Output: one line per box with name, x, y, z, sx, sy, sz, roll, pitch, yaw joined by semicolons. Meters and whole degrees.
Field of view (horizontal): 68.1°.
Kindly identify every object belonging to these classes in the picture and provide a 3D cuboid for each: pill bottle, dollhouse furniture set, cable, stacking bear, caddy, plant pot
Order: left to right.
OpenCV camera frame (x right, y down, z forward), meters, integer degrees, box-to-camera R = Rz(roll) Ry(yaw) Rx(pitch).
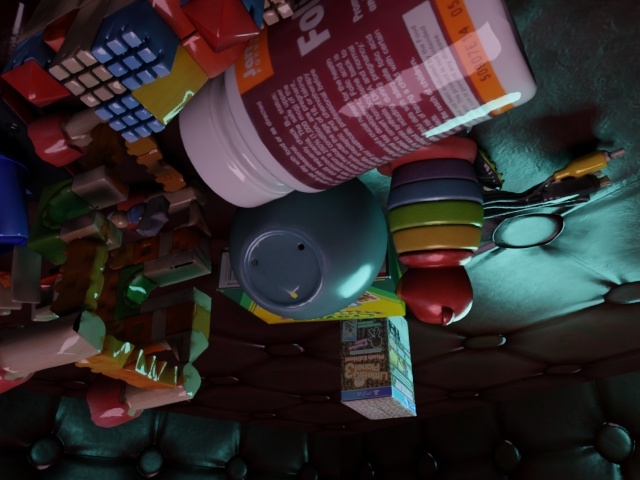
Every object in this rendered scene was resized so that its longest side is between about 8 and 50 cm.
caddy;-0.638;-0.060;0.769;0.342;0.179;0.241;-16;172;28
dollhouse furniture set;-0.557;0.065;0.816;0.262;0.135;0.259;-16;162;30
plant pot;-0.037;0.019;0.811;0.291;0.195;0.290;3;106;11
pill bottle;0.028;-0.193;0.584;0.392;0.224;0.224;-21;142;29
stacking bear;0.181;-0.009;0.768;0.164;0.288;0.175;-2;173;2
cable;0.387;-0.091;0.860;0.288;0.072;0.139;-12;160;6

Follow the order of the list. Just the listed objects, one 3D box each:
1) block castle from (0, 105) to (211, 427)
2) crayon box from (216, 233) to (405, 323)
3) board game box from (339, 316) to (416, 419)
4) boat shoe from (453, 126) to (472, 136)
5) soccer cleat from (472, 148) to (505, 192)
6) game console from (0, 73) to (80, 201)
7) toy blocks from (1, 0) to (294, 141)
block castle;-0.341;0.033;0.747;0.213;0.453;0.303;-16;146;12
crayon box;-0.002;0.103;1.090;0.363;0.106;0.313;-5;155;14
board game box;0.163;0.335;1.355;0.141;0.290;0.232;-13;145;21
boat shoe;0.161;-0.192;0.730;0.184;0.063;0.066;21;142;-29
soccer cleat;0.298;-0.099;0.873;0.072;0.060;0.179;-29;143;13
game console;-0.647;-0.161;0.801;0.387;0.060;0.342;-1;147;4
toy blocks;-0.176;-0.229;0.495;0.382;0.260;0.190;-14;145;22
